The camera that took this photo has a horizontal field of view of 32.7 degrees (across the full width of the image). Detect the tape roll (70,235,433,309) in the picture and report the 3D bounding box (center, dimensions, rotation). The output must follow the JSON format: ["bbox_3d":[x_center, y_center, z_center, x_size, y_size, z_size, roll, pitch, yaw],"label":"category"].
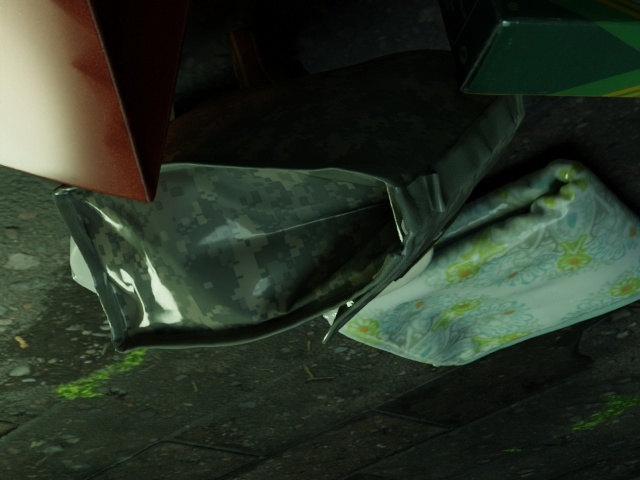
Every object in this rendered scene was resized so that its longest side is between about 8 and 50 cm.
[{"bbox_3d":[-0.074,-0.003,1.173,0.392,0.072,0.392,-3,159,-1],"label":"tape roll"}]

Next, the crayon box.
[{"bbox_3d":[0.245,-0.210,0.822,0.323,0.203,0.083,-1,150,-17],"label":"crayon box"}]

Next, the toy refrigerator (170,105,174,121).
[{"bbox_3d":[-0.265,-0.124,0.925,0.269,0.102,0.094,12,145,-35],"label":"toy refrigerator"}]

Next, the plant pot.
[{"bbox_3d":[-0.215,-0.204,0.656,0.235,0.267,0.267,3,151,3],"label":"plant pot"}]

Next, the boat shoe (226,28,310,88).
[{"bbox_3d":[-0.039,-0.146,1.003,0.060,0.064,0.178,-20,156,8],"label":"boat shoe"}]

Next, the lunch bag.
[{"bbox_3d":[-0.002,-0.035,0.814,0.287,0.169,0.235,-9,-160,33],"label":"lunch bag"}]

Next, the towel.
[{"bbox_3d":[0.229,0.050,1.386,0.374,0.090,0.320,-28,150,25],"label":"towel"}]
